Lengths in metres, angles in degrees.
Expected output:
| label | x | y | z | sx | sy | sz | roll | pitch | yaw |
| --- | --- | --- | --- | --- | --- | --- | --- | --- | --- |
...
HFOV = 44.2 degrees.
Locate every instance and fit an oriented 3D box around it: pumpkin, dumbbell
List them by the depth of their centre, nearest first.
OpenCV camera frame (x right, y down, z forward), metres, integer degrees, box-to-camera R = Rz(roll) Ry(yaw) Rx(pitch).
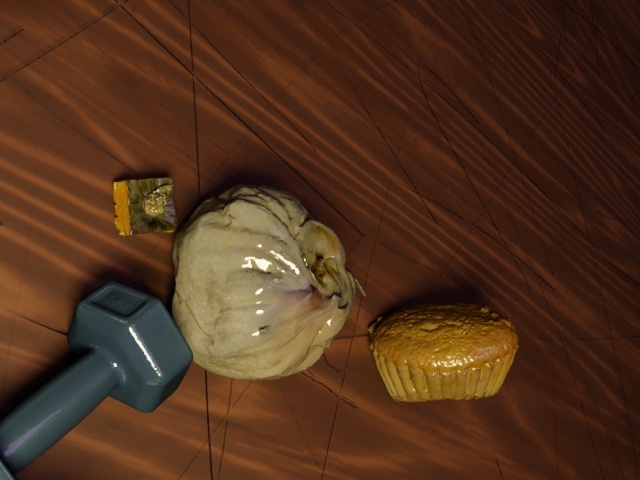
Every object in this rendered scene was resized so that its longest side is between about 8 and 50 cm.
| label | x | y | z | sx | sy | sz | roll | pitch | yaw |
| --- | --- | --- | --- | --- | --- | --- | --- | --- | --- |
| dumbbell | -0.287 | 0.182 | 0.835 | 0.143 | 0.156 | 0.316 | 40 | 46 | 8 |
| pumpkin | -0.223 | -0.044 | 1.023 | 0.083 | 0.053 | 0.074 | -9 | 91 | -51 |

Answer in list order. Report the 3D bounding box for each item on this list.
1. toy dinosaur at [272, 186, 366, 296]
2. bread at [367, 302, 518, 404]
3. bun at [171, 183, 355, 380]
| label | x | y | z | sx | sy | sz | roll | pitch | yaw |
| --- | --- | --- | --- | --- | --- | --- | --- | --- | --- |
| toy dinosaur | -0.001 | 0.001 | 1.199 | 0.032 | 0.108 | 0.220 | -45 | 100 | -9 |
| bread | 0.201 | 0.181 | 1.271 | 0.239 | 0.239 | 0.139 | -16 | 103 | -46 |
| bun | -0.067 | 0.057 | 1.045 | 0.281 | 0.204 | 0.282 | 12 | 73 | -42 |
